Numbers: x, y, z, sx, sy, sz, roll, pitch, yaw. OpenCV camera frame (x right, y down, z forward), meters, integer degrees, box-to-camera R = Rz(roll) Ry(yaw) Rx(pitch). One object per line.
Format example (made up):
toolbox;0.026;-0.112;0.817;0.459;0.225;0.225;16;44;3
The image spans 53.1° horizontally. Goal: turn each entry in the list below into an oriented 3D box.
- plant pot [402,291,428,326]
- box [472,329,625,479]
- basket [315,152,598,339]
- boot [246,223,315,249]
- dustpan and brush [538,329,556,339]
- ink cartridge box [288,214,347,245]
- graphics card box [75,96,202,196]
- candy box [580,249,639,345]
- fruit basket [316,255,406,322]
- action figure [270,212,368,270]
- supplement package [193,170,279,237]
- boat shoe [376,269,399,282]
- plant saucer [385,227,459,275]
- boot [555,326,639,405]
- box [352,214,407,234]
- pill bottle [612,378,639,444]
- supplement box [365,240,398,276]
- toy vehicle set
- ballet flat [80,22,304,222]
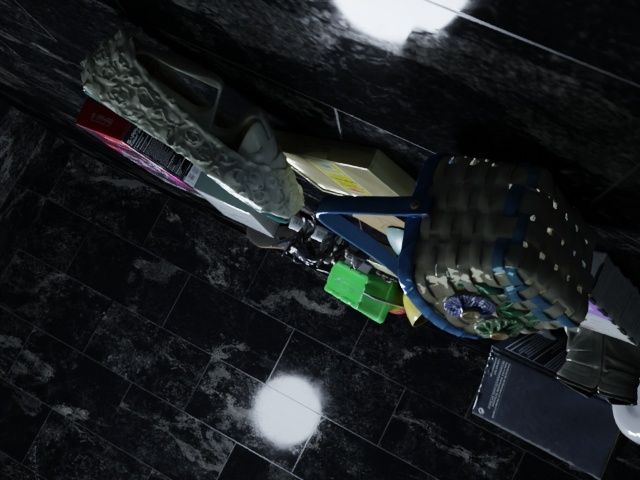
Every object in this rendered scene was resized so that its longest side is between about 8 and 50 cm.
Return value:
plant pot;0.300;0.179;1.912;0.095;0.134;0.134;52;-177;23
box;0.548;0.343;1.437;0.293;0.183;0.296;22;-162;34
basket;0.165;0.010;0.794;0.288;0.201;0.254;5;159;48
boot;-0.146;-0.013;2.277;0.305;0.113;0.115;18;179;44
dustpan and brush;0.421;0.144;1.389;0.211;0.060;0.147;26;173;10
ink cartridge box;0.007;-0.029;1.882;0.145;0.045;0.179;25;-169;19
graphics card box;-0.463;-0.247;1.779;0.232;0.094;0.371;22;172;37
candy box;0.381;0.071;0.970;0.196;0.070;0.164;34;170;-38
fruit basket;0.209;0.159;2.095;0.352;0.166;0.327;9;-169;-35
action figure;0.000;0.000;1.650;0.164;0.141;0.275;24;-172;42
supplement package;-0.152;-0.112;1.378;0.133;0.139;0.244;25;172;11
boat shoe;0.191;0.099;1.809;0.046;0.038;0.125;27;173;28
plant saucer;0.212;0.033;1.300;0.194;0.038;0.195;26;173;3
boot;0.439;0.171;1.101;0.246;0.161;0.083;22;171;36
box;0.160;-0.028;1.298;0.164;0.021;0.201;29;174;-10
pill bottle;0.724;0.343;1.160;0.333;0.188;0.188;28;173;-8
supplement box;0.176;0.051;1.660;0.083;0.056;0.083;23;172;30
toy vehicle set;0.043;-0.112;1.060;0.266;0.035;0.166;20;170;47
ballet flat;-0.165;-0.175;0.978;0.408;0.147;0.147;33;172;-22
